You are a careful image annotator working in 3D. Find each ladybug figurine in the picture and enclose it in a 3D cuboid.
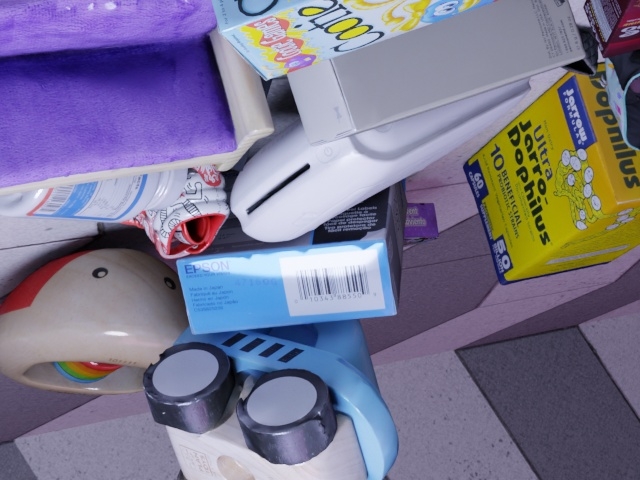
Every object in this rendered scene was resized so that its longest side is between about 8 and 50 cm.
[{"bbox_3d":[-0.314,0.117,2.162,0.305,0.161,0.449,9,164,-24],"label":"ladybug figurine"}]

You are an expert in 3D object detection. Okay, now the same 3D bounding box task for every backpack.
[{"bbox_3d":[0.419,-0.198,1.831,0.166,0.144,0.188,-18,143,1],"label":"backpack"}]

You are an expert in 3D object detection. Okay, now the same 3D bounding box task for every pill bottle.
[{"bbox_3d":[-0.246,-0.081,1.608,0.124,0.124,0.221,-25,164,32],"label":"pill bottle"}]

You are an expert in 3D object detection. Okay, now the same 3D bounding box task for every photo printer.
[{"bbox_3d":[0.055,-0.111,1.697,0.307,0.107,0.256,-29,177,-38],"label":"photo printer"}]

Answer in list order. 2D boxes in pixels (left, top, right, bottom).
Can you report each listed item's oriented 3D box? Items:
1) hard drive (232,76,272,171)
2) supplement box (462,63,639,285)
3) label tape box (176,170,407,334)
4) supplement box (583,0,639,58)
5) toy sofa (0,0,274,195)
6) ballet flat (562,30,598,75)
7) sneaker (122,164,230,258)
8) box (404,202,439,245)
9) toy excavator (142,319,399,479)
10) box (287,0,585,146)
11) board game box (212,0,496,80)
[{"bbox_3d":[-0.064,-0.147,1.548,0.022,0.135,0.094,18,162,-3],"label":"hard drive"},{"bbox_3d":[0.374,-0.092,2.126,0.195,0.194,0.356,-10,165,-23],"label":"supplement box"},{"bbox_3d":[-0.025,-0.027,1.914,0.249,0.115,0.347,-6,-150,9],"label":"label tape box"},{"bbox_3d":[0.367,-0.279,1.626,0.130,0.073,0.239,-16,167,-3],"label":"supplement box"},{"bbox_3d":[-0.229,-0.133,1.363,0.363,0.150,0.177,-10,166,-24],"label":"toy sofa"},{"bbox_3d":[0.270,-0.221,1.794,0.173,0.049,0.057,-4,161,-42],"label":"ballet flat"},{"bbox_3d":[-0.207,-0.037,1.780,0.090,0.145,0.270,-2,161,-44],"label":"sneaker"},{"bbox_3d":[0.000,0.000,2.264,0.293,0.057,0.201,-15,171,43],"label":"box"},{"bbox_3d":[-0.045,0.136,1.929,0.433,0.222,0.445,13,-137,34],"label":"toy excavator"},{"bbox_3d":[0.113,-0.179,1.511,0.275,0.094,0.113,-19,-177,-25],"label":"box"},{"bbox_3d":[0.049,-0.251,1.220,0.275,0.144,0.142,-18,167,9],"label":"board game box"}]
